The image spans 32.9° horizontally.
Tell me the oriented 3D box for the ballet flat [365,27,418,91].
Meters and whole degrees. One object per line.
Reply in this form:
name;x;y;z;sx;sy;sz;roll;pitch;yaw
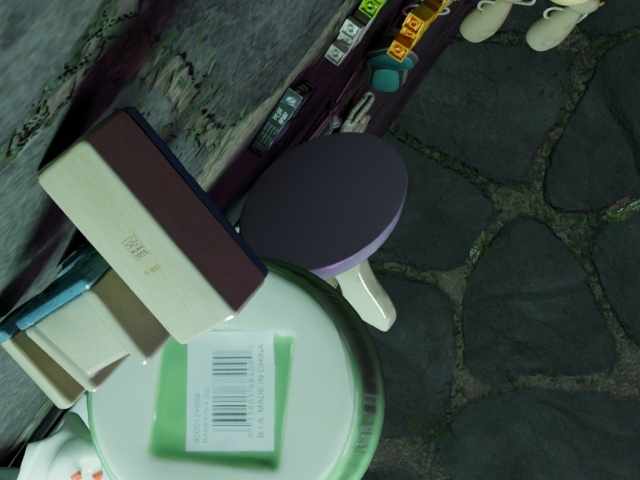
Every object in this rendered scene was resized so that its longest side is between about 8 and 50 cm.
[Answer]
ballet flat;0.099;-0.268;1.548;0.213;0.072;0.068;110;-11;-84

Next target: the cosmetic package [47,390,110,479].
cosmetic package;-0.256;0.285;1.246;0.184;0.151;0.151;-54;179;-6

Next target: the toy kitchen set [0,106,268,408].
toy kitchen set;-0.114;-0.011;0.674;0.207;0.122;0.166;-29;-165;40

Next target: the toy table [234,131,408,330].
toy table;0.000;0.000;1.402;0.274;0.252;0.161;-34;150;-34

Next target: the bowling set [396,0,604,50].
bowling set;0.244;-0.394;1.568;0.154;0.287;0.200;138;-53;-65

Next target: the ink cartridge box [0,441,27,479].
ink cartridge box;-0.338;0.270;1.016;0.145;0.045;0.179;-55;-164;7

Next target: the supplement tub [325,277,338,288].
supplement tub;-0.036;0.017;1.674;0.144;0.144;0.200;-53;170;-15

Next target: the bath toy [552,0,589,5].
bath toy;0.221;-0.321;1.166;0.129;0.151;0.348;-39;-166;-1

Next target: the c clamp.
c clamp;0.009;-0.166;1.568;0.137;0.022;0.161;-54;177;-7

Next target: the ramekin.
ramekin;-0.087;0.157;1.100;0.303;0.303;0.148;-54;170;-5

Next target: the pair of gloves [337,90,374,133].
pair of gloves;0.003;-0.127;1.794;0.240;0.042;0.204;-55;175;-12

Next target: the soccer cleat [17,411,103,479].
soccer cleat;-0.298;0.255;1.122;0.196;0.076;0.068;-40;148;19

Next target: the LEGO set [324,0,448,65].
LEGO set;0.103;-0.269;1.141;0.093;0.087;0.227;-51;177;-47

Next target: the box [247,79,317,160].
box;-0.040;-0.129;1.154;0.083;0.018;0.067;-54;178;21
